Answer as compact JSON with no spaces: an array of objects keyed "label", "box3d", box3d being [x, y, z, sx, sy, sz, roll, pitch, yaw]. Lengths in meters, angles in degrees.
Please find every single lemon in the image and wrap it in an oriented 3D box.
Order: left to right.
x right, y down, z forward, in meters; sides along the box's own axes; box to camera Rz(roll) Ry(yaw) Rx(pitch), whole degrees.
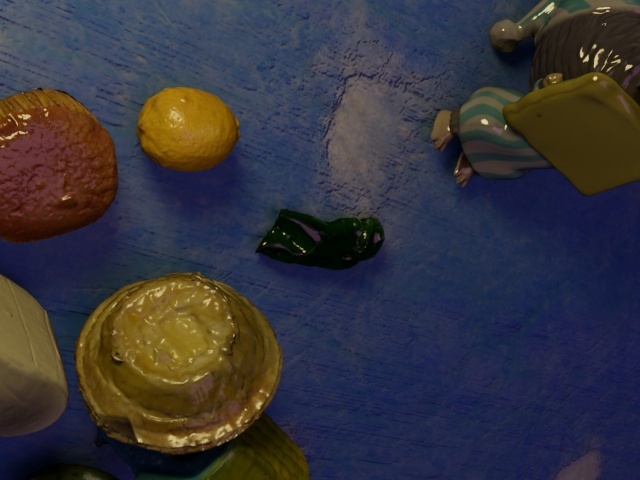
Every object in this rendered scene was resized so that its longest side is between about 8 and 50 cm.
[{"label":"lemon","box3d":[-0.174,-0.147,1.256,0.155,0.114,0.114,5,109,-43]}]

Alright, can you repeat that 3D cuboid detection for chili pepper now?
[{"label":"chili pepper","box3d":[0.001,0.001,1.476,0.224,0.061,0.098,0,119,-35]}]

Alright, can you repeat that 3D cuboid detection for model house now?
[{"label":"model house","box3d":[-0.147,0.326,1.393,0.215,0.303,0.237,-49,129,-12]}]

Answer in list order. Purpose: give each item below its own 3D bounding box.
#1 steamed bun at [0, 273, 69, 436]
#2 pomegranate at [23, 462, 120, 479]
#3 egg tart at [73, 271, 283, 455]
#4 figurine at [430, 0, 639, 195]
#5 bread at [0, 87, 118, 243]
[{"label":"steamed bun","box3d":[-0.436,0.139,1.165,0.155,0.200,0.250,-40,135,6]},{"label":"pomegranate","box3d":[-0.356,0.427,1.334,0.202,0.248,0.202,-1,104,-4]},{"label":"egg tart","box3d":[-0.194,0.150,1.271,0.290,0.290,0.115,-28,149,-20]},{"label":"figurine","box3d":[0.407,-0.281,1.532,0.266,0.361,0.378,53,46,-41]},{"label":"bread","box3d":[-0.350,-0.089,1.172,0.199,0.104,0.199,-13,116,-27]}]
